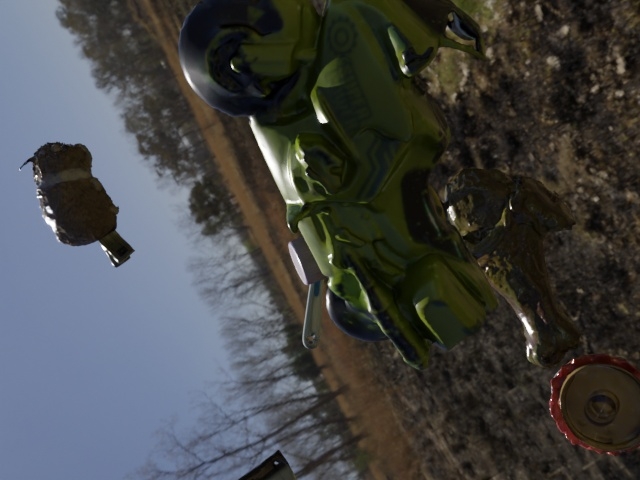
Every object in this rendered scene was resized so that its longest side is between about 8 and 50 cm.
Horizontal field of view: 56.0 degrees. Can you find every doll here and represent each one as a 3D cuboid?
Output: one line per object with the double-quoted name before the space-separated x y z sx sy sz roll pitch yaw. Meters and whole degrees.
"doll" -0.383 -0.053 0.963 0.105 0.115 0.221 -10 111 50

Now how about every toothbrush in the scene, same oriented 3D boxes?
"toothbrush" -0.001 0.001 1.087 0.040 0.040 0.386 82 -167 -77

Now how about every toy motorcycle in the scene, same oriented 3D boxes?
"toy motorcycle" 0.050 -0.060 0.485 0.342 0.206 0.142 61 -157 -26

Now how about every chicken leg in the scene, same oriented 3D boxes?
"chicken leg" 0.358 0.020 1.056 0.361 0.211 0.140 54 -163 7

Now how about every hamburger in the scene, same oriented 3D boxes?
"hamburger" 0.477 0.270 1.036 0.175 0.175 0.137 60 -168 6

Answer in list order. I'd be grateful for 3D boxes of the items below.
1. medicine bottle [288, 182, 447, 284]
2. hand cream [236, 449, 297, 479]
"medicine bottle" 0.063 -0.007 0.865 0.122 0.212 0.122 158 90 -79
"hand cream" 0.004 0.360 0.529 0.336 0.121 0.076 50 155 27
